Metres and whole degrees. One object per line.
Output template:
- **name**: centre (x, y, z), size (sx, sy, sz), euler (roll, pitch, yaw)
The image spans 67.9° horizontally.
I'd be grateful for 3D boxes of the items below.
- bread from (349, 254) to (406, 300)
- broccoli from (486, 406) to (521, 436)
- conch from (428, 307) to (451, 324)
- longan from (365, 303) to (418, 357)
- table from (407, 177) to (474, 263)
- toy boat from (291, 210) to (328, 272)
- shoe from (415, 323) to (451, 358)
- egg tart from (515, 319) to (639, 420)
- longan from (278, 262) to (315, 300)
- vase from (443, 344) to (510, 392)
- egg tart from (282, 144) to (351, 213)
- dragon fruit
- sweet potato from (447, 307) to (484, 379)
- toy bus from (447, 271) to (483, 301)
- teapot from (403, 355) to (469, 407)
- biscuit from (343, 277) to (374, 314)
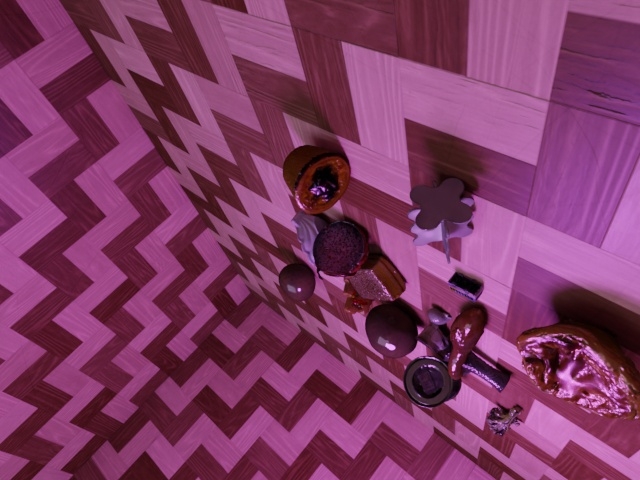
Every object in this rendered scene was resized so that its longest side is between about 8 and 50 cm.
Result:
- **bread**: centre (0.214, 0.147, 1.896), size (0.184, 0.110, 0.234), euler (53, 157, -17)
- **broccoli**: centre (0.798, 0.754, 2.028), size (0.122, 0.118, 0.204), euler (47, 147, 23)
- **conch**: centre (0.451, 0.295, 1.812), size (0.085, 0.057, 0.076), euler (23, 165, 46)
- **longan**: centre (0.305, 0.387, 2.051), size (0.248, 0.248, 0.248), euler (38, 160, 17)
- **table**: centre (0.317, -0.046, 1.244), size (0.166, 0.166, 0.198), euler (32, 165, 29)
- **toy boat**: centre (0.000, 0.000, 1.951), size (0.100, 0.199, 0.290), euler (-31, 102, 32)
- **shoe**: centre (0.480, 0.410, 1.936), size (0.103, 0.098, 0.275), euler (36, 178, 37)
- **egg tart**: centre (0.697, 0.327, 1.249), size (0.351, 0.153, 0.339), euler (51, 158, -20)
- **longan**: centre (-0.121, 0.226, 2.587), size (0.220, 0.196, 0.196), euler (57, 158, -11)
- **vase**: centre (0.605, 0.483, 1.831), size (0.237, 0.115, 0.115), euler (32, 158, 21)
- **egg tart**: centre (-0.022, -0.202, 1.510), size (0.171, 0.215, 0.215), euler (41, 163, 41)
- **dragon fruit**: centre (0.092, 0.043, 1.834), size (0.218, 0.224, 0.148), euler (-7, 168, 22)
- **sweet potato**: centre (0.510, 0.359, 1.700), size (0.109, 0.109, 0.385), euler (33, 143, 28)
- **toy bus**: centre (0.459, 0.149, 1.500), size (0.102, 0.052, 0.058), euler (29, 158, 40)
- **teapot**: centre (0.515, 0.589, 2.024), size (0.337, 0.270, 0.200), euler (33, -148, -62)
- **biscuit**: centre (0.161, 0.202, 2.029), size (0.041, 0.212, 0.239), euler (-10, 100, 44)
